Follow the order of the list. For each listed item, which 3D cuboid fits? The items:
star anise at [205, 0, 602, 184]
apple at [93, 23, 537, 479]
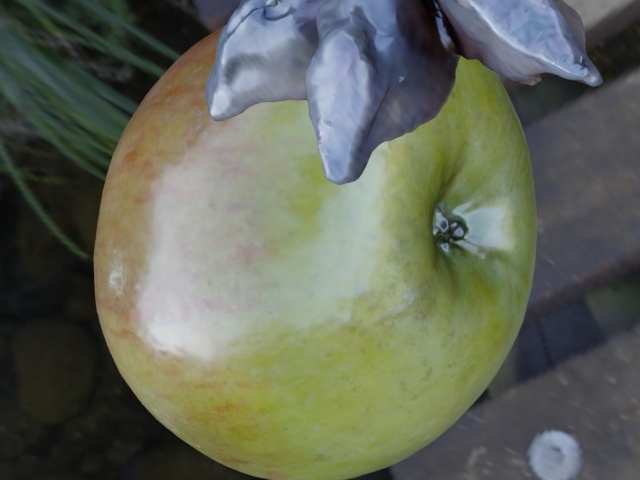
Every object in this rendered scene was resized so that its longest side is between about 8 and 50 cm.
[{"bbox_3d":[0.027,-0.103,0.666,0.171,0.063,0.208,-15,42,31],"label":"star anise"},{"bbox_3d":[0.000,0.000,0.965,0.194,0.261,0.261,2,74,40],"label":"apple"}]
